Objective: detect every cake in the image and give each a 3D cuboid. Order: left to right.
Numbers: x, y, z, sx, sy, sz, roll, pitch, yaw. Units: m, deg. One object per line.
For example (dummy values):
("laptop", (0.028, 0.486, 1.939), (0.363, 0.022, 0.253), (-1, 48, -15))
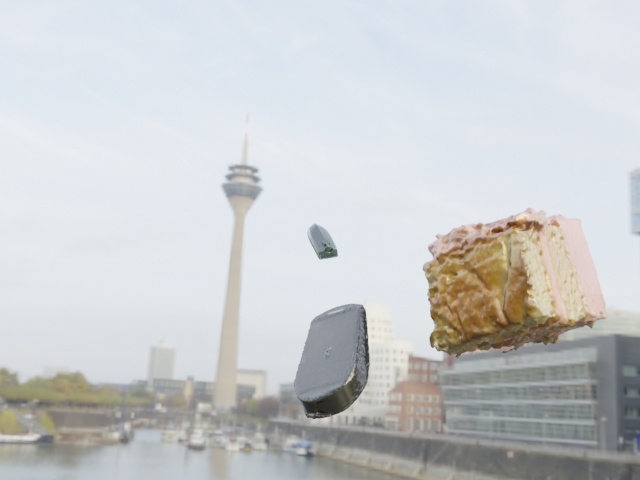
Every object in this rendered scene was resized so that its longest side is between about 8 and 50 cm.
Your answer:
("cake", (0.434, 0.093, 1.782), (0.306, 0.293, 0.314), (3, -18, -39))

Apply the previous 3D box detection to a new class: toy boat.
("toy boat", (0.000, 0.000, 2.075), (0.055, 0.141, 0.060), (-10, -51, -16))

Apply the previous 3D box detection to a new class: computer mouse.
("computer mouse", (0.038, 0.280, 1.815), (0.168, 0.295, 0.087), (-20, -50, 31))
